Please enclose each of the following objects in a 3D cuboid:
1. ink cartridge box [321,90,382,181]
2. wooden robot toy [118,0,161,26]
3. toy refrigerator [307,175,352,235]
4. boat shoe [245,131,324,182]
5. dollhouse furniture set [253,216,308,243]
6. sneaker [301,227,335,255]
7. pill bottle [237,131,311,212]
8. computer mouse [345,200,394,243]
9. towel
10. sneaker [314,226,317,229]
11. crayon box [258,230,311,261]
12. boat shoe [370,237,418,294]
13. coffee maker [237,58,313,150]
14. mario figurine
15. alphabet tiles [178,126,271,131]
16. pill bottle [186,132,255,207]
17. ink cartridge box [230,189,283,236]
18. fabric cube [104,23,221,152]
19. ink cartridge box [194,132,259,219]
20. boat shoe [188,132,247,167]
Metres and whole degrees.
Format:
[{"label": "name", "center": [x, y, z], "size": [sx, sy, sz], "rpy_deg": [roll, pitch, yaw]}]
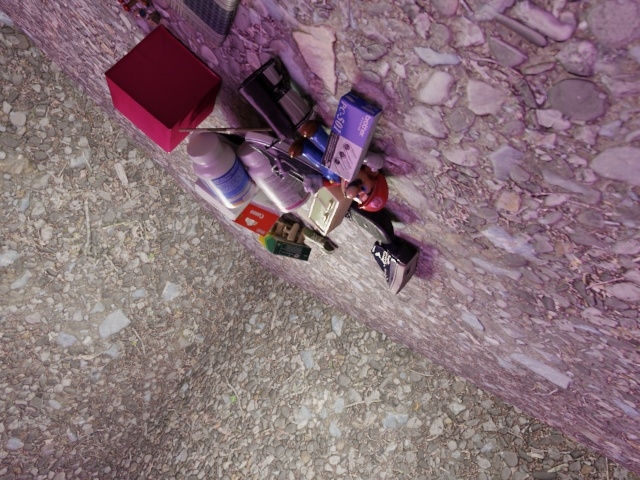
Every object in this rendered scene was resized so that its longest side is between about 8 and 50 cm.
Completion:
[{"label": "ink cartridge box", "center": [0.073, -0.254, 1.070], "size": [0.097, 0.046, 0.207], "rpy_deg": [34, 139, 13]}, {"label": "wooden robot toy", "center": [-0.526, -0.697, 1.232], "size": [0.079, 0.076, 0.173], "rpy_deg": [11, 153, 36]}, {"label": "toy refrigerator", "center": [0.031, -0.122, 1.438], "size": [0.102, 0.094, 0.269], "rpy_deg": [48, 158, 11]}, {"label": "boat shoe", "center": [-0.116, -0.253, 1.397], "size": [0.302, 0.102, 0.108], "rpy_deg": [25, 179, -20]}, {"label": "dollhouse furniture set", "center": [-0.198, -0.112, 2.175], "size": [0.212, 0.160, 0.242], "rpy_deg": [25, -177, 39]}, {"label": "sneaker", "center": [0.000, 0.000, 2.127], "size": [0.192, 0.064, 0.086], "rpy_deg": [42, 157, -17]}, {"label": "pill bottle", "center": [-0.164, -0.249, 1.555], "size": [0.161, 0.160, 0.283], "rpy_deg": [20, 156, 48]}, {"label": "computer mouse", "center": [0.163, -0.092, 1.481], "size": [0.272, 0.072, 0.188], "rpy_deg": [41, 167, 31]}, {"label": "towel", "center": [-0.336, -0.645, 1.012], "size": [0.324, 0.056, 0.312], "rpy_deg": [39, 168, -16]}, {"label": "sneaker", "center": [0.017, -0.071, 1.877], "size": [0.065, 0.061, 0.158], "rpy_deg": [30, 165, 5]}, {"label": "crayon box", "center": [-0.203, 0.012, 2.297], "size": [0.203, 0.083, 0.323], "rpy_deg": [14, -170, -26]}, {"label": "boat shoe", "center": [0.280, 0.090, 1.673], "size": [0.158, 0.127, 0.340], "rpy_deg": [39, 158, 21]}, {"label": "coffee maker", "center": [-0.136, -0.361, 1.147], "size": [0.178, 0.171, 0.120], "rpy_deg": [46, 179, -23]}, {"label": "mario figurine", "center": [0.053, -0.195, 1.213], "size": [0.321, 0.170, 0.198], "rpy_deg": [39, 167, 2]}, {"label": "alphabet tiles", "center": [-0.277, -0.359, 1.377], "size": [0.343, 0.286, 0.011], "rpy_deg": [18, 115, 50]}, {"label": "pill bottle", "center": [-0.348, -0.246, 1.494], "size": [0.152, 0.152, 0.272], "rpy_deg": [29, 161, 29]}, {"label": "ink cartridge box", "center": [-0.273, -0.162, 1.907], "size": [0.275, 0.238, 0.060], "rpy_deg": [24, 160, 40]}, {"label": "fabric cube", "center": [-0.525, -0.499, 1.447], "size": [0.254, 0.259, 0.258], "rpy_deg": [42, 162, -10]}, {"label": "ink cartridge box", "center": [-0.338, -0.252, 1.713], "size": [0.201, 0.278, 0.117], "rpy_deg": [39, 166, -6]}, {"label": "boat shoe", "center": [-0.340, -0.343, 1.589], "size": [0.303, 0.114, 0.091], "rpy_deg": [18, -149, -30]}]
